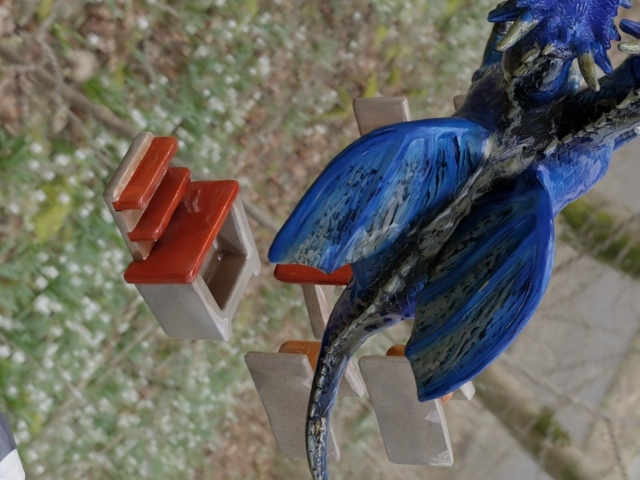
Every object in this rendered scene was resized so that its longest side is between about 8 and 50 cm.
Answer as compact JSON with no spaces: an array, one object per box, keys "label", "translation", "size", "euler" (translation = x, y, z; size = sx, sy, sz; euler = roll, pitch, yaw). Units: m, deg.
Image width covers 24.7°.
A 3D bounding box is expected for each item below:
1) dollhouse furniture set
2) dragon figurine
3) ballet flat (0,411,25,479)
[{"label":"dollhouse furniture set","translation":[0.000,0.000,0.972],"size":[0.262,0.259,0.135],"euler":[-67,149,-43]},{"label":"dragon figurine","translation":[0.043,-0.004,0.518],"size":[0.289,0.085,0.144],"euler":[-49,175,23]},{"label":"ballet flat","translation":[-0.327,0.236,1.445],"size":[0.074,0.074,0.203],"euler":[-22,158,-36]}]
